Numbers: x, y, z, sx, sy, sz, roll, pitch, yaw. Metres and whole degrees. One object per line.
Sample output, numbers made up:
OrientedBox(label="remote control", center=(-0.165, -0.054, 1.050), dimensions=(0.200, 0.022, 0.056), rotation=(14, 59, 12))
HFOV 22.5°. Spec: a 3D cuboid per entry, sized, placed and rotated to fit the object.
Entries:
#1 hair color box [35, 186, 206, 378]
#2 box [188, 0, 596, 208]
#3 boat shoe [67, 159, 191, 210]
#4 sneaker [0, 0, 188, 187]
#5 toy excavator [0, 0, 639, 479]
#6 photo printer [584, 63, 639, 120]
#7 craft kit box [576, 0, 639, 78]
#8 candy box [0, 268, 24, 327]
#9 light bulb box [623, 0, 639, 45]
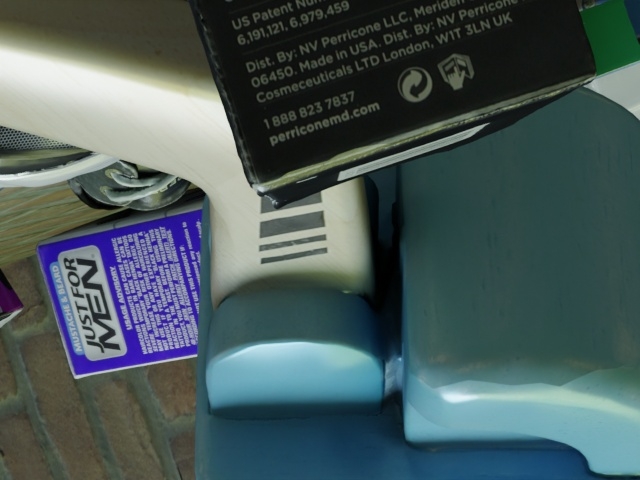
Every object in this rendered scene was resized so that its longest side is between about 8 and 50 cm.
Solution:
OrientedBox(label="hair color box", center=(0.000, 0.000, 1.102), dimensions=(0.338, 0.110, 0.185), rotation=(-10, -172, 28))
OrientedBox(label="box", center=(0.001, -0.098, 0.459), dimensions=(0.093, 0.158, 0.156), rotation=(-19, -179, 0))
OrientedBox(label="boat shoe", center=(-0.112, -0.081, 1.038), dimensions=(0.121, 0.119, 0.335), rotation=(-19, 180, -9))
OrientedBox(label="sneaker", center=(-0.072, -0.109, 0.758), dimensions=(0.268, 0.101, 0.153), rotation=(-24, 179, -15))
OrientedBox(label="toy excavator", center=(0.014, 0.005, 0.695), dimensions=(0.432, 0.222, 0.445), rotation=(0, 149, 0))
OrientedBox(label="photo printer", center=(0.128, -0.135, 1.340), dimensions=(0.256, 0.107, 0.307), rotation=(-26, -161, 3))
OrientedBox(label="craft kit box", center=(0.222, -0.191, 1.133), dimensions=(0.250, 0.061, 0.247), rotation=(-20, -161, 13))
OrientedBox(label="candy box", center=(-0.333, 0.043, 1.128), dimensions=(0.233, 0.159, 0.071), rotation=(-37, 174, 36))
OrientedBox(label="light bulb box", center=(0.388, -0.201, 0.814), dimensions=(0.361, 0.225, 0.358), rotation=(-20, -178, -37))
